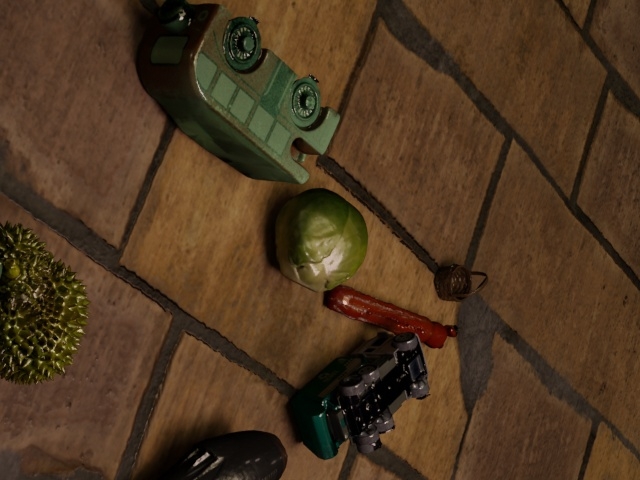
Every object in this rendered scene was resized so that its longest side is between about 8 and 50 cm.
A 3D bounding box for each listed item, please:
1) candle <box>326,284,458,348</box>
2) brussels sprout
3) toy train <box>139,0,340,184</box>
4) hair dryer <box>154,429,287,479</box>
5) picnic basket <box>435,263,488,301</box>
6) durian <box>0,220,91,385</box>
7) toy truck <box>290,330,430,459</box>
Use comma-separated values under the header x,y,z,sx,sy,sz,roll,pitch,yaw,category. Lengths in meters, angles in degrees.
x,y,z,sx,sy,sz,roll,pitch,yaw,category
0.117,0.129,2.173,0.329,0.048,0.051,22,60,-48,candle
-0.001,0.000,1.969,0.155,0.117,0.155,-4,98,-30,brussels sprout
-0.115,-0.200,1.818,0.326,0.129,0.159,39,66,-45,toy train
-0.158,0.445,1.811,0.303,0.120,0.359,-28,121,-39,hair dryer
0.245,0.073,2.301,0.072,0.083,0.072,-3,94,-51,picnic basket
-0.342,0.066,1.506,0.146,0.159,0.198,-34,121,-34,durian
0.061,0.232,2.043,0.253,0.124,0.114,-38,120,-46,toy truck
